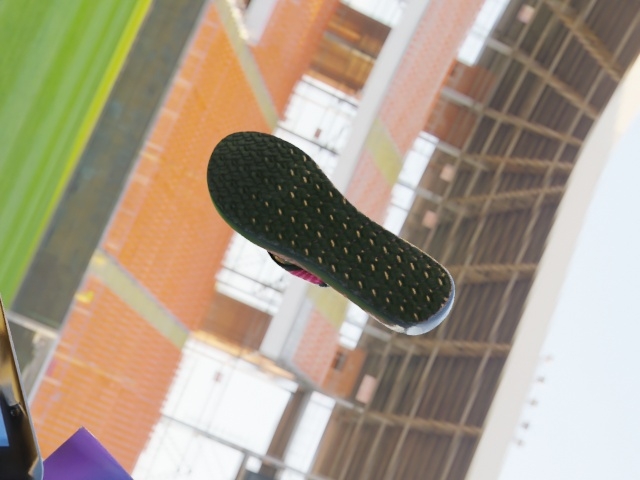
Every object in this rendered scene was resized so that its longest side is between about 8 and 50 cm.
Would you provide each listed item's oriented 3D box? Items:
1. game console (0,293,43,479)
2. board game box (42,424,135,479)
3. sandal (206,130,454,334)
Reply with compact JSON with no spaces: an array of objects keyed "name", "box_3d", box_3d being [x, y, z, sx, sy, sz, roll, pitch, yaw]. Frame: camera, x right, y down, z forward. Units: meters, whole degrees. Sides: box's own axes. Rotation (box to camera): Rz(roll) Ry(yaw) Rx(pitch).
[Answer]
[{"name":"game console","box_3d":[-0.127,-0.013,0.297,0.124,0.085,0.144,101,-30,-51]},{"name":"board game box","box_3d":[-0.179,0.273,0.540,0.347,0.078,0.233,-42,147,-16]},{"name":"sandal","box_3d":[0.000,0.000,0.719,0.067,0.179,0.040,-45,161,-22]}]
